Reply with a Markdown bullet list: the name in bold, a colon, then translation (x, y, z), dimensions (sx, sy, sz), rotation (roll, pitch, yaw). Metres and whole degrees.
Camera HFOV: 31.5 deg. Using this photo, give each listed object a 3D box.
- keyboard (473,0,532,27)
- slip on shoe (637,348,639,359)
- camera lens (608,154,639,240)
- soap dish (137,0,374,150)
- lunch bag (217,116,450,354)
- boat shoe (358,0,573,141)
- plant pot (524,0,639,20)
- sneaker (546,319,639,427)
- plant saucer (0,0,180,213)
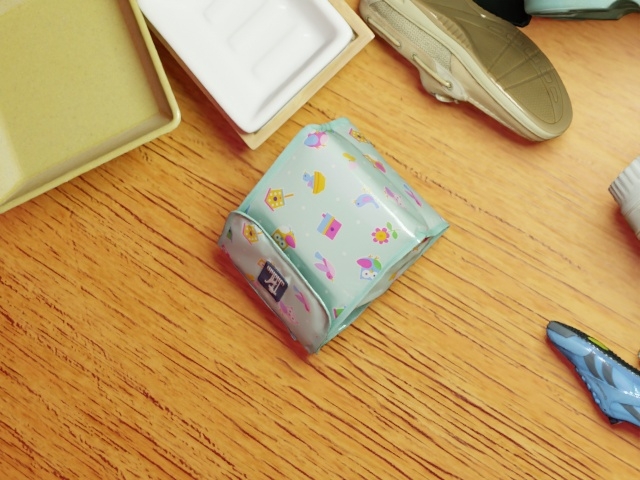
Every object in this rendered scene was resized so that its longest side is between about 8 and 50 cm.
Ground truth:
- **keyboard**: translation (0.206, -0.361, 1.540), dimensions (0.192, 0.038, 0.100), rotation (19, 118, 16)
- **slip on shoe**: translation (0.447, 0.097, 1.441), dimensions (0.041, 0.051, 0.135), rotation (44, 99, 8)
- **camera lens**: translation (0.506, -0.022, 1.337), dimensions (0.219, 0.219, 0.274), rotation (-42, 78, 13)
- **soap dish**: translation (-0.093, -0.304, 1.581), dimensions (0.229, 0.118, 0.291), rotation (-43, 77, 12)
- **lunch bag**: translation (0.000, 0.000, 1.532), dimensions (0.223, 0.160, 0.262), rotation (48, 114, 9)
- **boat shoe**: translation (0.190, -0.243, 1.506), dimensions (0.341, 0.122, 0.110), rotation (47, 139, 15)
- **plant pot**: translation (0.376, -0.434, 1.344), dimensions (0.341, 0.341, 0.334), rotation (2, 98, 17)
- **sneaker**: translation (0.367, 0.185, 1.458), dimensions (0.209, 0.069, 0.082), rotation (37, 104, 14)
- **plant saucer**: translation (-0.377, -0.244, 1.615), dimensions (0.333, 0.081, 0.332), rotation (-24, 83, 17)
